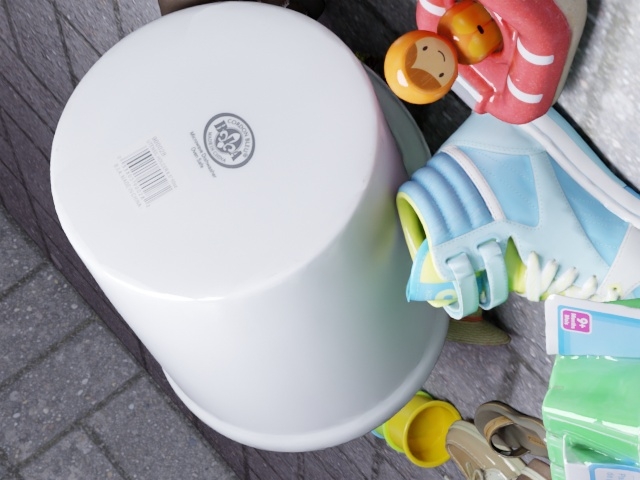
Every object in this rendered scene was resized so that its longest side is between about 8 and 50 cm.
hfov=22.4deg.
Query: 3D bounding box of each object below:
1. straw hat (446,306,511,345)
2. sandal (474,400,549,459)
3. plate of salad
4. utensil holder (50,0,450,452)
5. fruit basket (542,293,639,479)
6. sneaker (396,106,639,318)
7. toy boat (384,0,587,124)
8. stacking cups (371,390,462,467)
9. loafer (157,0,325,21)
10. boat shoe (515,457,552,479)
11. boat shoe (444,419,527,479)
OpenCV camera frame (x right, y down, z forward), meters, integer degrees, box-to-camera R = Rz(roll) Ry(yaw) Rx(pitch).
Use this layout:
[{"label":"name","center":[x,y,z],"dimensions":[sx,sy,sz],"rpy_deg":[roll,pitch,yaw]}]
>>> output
[{"label":"straw hat","center":[0.153,0.071,1.843],"dimensions":[0.144,0.144,0.061],"rpy_deg":[24,106,58]},{"label":"sandal","center":[0.237,0.246,2.009],"dimensions":[0.072,0.049,0.180],"rpy_deg":[57,162,-19]},{"label":"plate of salad","center":[0.054,-0.138,1.711],"dimensions":[0.200,0.048,0.200],"rpy_deg":[43,162,18]},{"label":"utensil holder","center":[-0.055,-0.007,1.578],"dimensions":[0.327,0.327,0.385],"rpy_deg":[44,170,26]},{"label":"fruit basket","center":[0.357,0.180,1.297],"dimensions":[0.353,0.165,0.327],"rpy_deg":[15,147,23]},{"label":"sneaker","center":[0.196,0.033,1.413],"dimensions":[0.319,0.208,0.127],"rpy_deg":[46,162,16]},{"label":"toy boat","center":[0.116,-0.167,1.311],"dimensions":[0.151,0.151,0.231],"rpy_deg":[46,162,18]},{"label":"stacking cups","center":[0.091,0.230,2.322],"dimensions":[0.096,0.096,0.316],"rpy_deg":[60,166,-23]},{"label":"loafer","center":[-0.093,-0.234,1.557],"dimensions":[0.133,0.130,0.366],"rpy_deg":[19,176,23]},{"label":"boat shoe","center":[0.301,0.380,1.993],"dimensions":[0.257,0.095,0.095],"rpy_deg":[51,165,-26]},{"label":"boat shoe","center":[0.254,0.360,2.126],"dimensions":[0.285,0.089,0.104],"rpy_deg":[48,163,16]}]
